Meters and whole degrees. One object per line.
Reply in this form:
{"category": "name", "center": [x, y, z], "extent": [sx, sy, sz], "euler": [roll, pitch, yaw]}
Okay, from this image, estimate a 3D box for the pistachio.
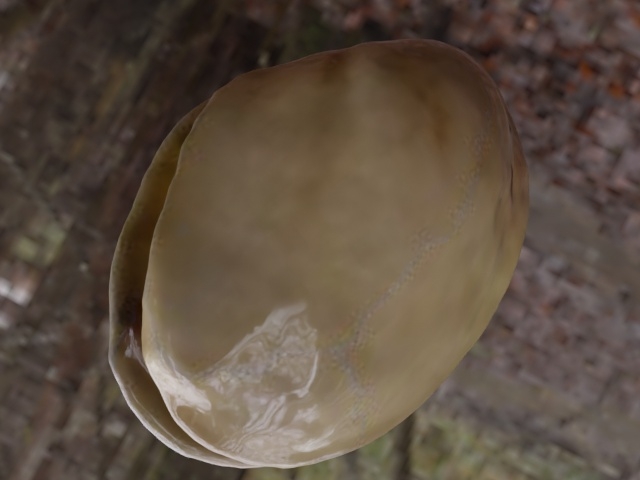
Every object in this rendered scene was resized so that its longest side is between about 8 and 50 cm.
{"category": "pistachio", "center": [0.000, 0.000, 1.208], "extent": [0.238, 0.321, 0.229], "euler": [41, 161, -4]}
